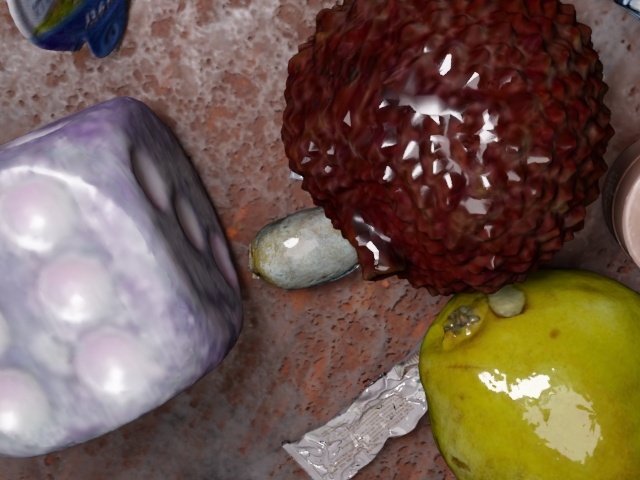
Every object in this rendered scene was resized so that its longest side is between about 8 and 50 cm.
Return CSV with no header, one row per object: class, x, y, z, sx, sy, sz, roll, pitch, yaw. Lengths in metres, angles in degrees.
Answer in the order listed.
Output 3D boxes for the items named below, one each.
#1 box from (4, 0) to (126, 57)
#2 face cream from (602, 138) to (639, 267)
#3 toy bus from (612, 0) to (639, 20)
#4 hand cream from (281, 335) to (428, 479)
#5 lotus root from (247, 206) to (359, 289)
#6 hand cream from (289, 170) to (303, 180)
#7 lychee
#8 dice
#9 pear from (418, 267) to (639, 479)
box,-0.293,-0.319,1.029,0.206,0.291,0.262,23,62,12
face cream,0.367,-0.033,1.102,0.149,0.104,0.149,1,104,3
toy bus,0.391,-0.211,1.044,0.297,0.131,0.106,33,104,-4
hand cream,0.071,0.181,1.203,0.257,0.050,0.084,-43,101,15
lotus root,0.001,0.002,1.143,0.165,0.088,0.088,-20,102,1
hand cream,0.013,-0.069,1.157,0.093,0.019,0.030,15,105,2
lychee,0.116,-0.102,1.002,0.306,0.306,0.330,38,69,-6
dice,-0.247,0.030,1.064,0.270,0.271,0.270,-23,102,8
pear,0.245,0.164,1.083,0.321,0.269,0.269,28,104,-21
